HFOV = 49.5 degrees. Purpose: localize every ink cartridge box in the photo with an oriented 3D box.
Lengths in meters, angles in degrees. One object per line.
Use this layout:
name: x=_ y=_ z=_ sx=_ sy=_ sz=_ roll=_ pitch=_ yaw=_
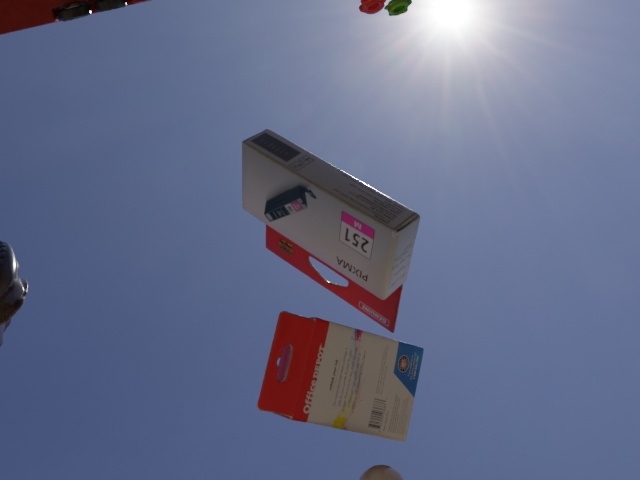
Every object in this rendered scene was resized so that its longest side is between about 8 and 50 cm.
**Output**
ink cartridge box: x=0.000 y=0.000 z=1.001 sx=0.060 sy=0.275 sz=0.239 roll=-36 pitch=-34 yaw=-37
ink cartridge box: x=0.017 y=0.183 z=0.942 sx=0.231 sy=0.078 sz=0.134 roll=19 pitch=-103 yaw=-26

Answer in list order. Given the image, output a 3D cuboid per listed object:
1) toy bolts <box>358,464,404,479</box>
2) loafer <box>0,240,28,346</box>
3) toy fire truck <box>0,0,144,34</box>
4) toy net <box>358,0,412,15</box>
toy bolts: x=0.133 y=0.378 z=0.811 sx=0.228 sy=0.218 sz=0.158 roll=1 pitch=-58 yaw=7
loafer: x=-0.459 y=0.089 z=0.938 sx=0.134 sy=0.366 sz=0.130 roll=-39 pitch=-71 yaw=-27
toy fire truck: x=-0.166 y=-0.183 z=0.491 sx=0.192 sy=0.135 sz=0.047 roll=-16 pitch=-70 yaw=-6
toy net: x=0.063 y=-0.343 z=0.865 sx=0.232 sy=0.045 sz=0.122 roll=-6 pitch=-19 yaw=-47
